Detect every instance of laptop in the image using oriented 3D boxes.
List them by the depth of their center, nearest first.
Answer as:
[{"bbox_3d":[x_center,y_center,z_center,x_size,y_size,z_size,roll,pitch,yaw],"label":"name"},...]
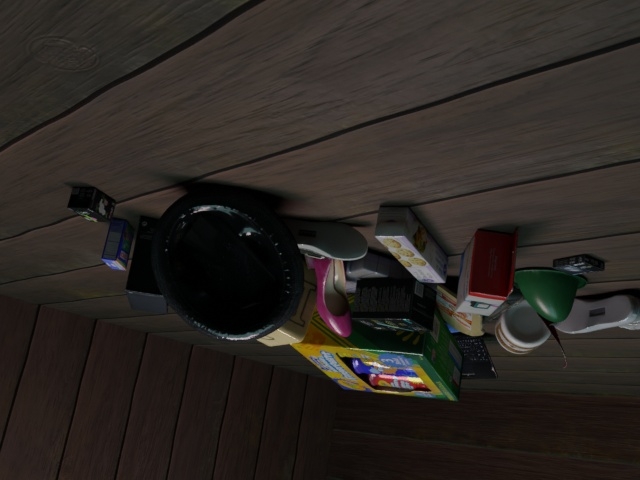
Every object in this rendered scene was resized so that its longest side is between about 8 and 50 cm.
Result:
[{"bbox_3d":[0.434,0.376,2.404,0.136,0.264,0.234,-24,-177,-32],"label":"laptop"}]

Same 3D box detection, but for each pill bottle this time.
[{"bbox_3d":[0.541,0.237,1.909,0.131,0.131,0.229,6,165,9],"label":"pill bottle"}]

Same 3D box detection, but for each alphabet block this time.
[{"bbox_3d":[-0.133,0.133,1.756,0.197,0.193,0.192,30,157,-21],"label":"alphabet block"}]

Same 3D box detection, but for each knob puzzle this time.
[{"bbox_3d":[0.350,0.177,1.829,0.213,0.030,0.213,40,163,15],"label":"knob puzzle"}]

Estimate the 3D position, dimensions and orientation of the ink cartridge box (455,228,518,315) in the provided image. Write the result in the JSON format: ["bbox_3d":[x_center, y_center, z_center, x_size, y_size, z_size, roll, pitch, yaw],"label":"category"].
[{"bbox_3d":[0.339,0.065,1.452,0.078,0.134,0.231,8,162,4],"label":"ink cartridge box"}]

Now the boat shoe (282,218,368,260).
[{"bbox_3d":[0.000,0.000,1.530,0.219,0.078,0.070,13,164,16],"label":"boat shoe"}]

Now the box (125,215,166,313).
[{"bbox_3d":[-0.416,0.070,1.773,0.103,0.184,0.261,12,163,-8],"label":"box"}]

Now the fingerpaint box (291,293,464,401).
[{"bbox_3d":[0.175,0.310,2.004,0.371,0.163,0.445,1,154,24],"label":"fingerpaint box"}]

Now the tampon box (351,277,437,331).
[{"bbox_3d":[0.177,0.155,1.692,0.161,0.101,0.120,-3,159,36],"label":"tampon box"}]

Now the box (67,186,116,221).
[{"bbox_3d":[-0.503,-0.078,1.560,0.062,0.052,0.083,2,161,22],"label":"box"}]

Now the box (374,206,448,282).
[{"bbox_3d":[0.198,0.016,1.486,0.067,0.063,0.324,2,162,24],"label":"box"}]

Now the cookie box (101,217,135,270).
[{"bbox_3d":[-0.499,0.011,1.750,0.040,0.107,0.092,8,163,3],"label":"cookie box"}]

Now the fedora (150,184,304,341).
[{"bbox_3d":[-0.183,0.038,1.481,0.334,0.334,0.152,8,-164,3],"label":"fedora"}]

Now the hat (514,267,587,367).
[{"bbox_3d":[0.529,0.178,1.636,0.208,0.184,0.173,13,162,-13],"label":"hat"}]

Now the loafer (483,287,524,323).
[{"bbox_3d":[0.437,0.175,1.840,0.084,0.096,0.267,5,162,-11],"label":"loafer"}]

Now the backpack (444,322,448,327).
[{"bbox_3d":[0.319,0.301,2.240,0.158,0.117,0.173,19,155,1],"label":"backpack"}]

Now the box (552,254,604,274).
[{"bbox_3d":[0.548,0.053,1.503,0.067,0.018,0.083,18,161,-29],"label":"box"}]

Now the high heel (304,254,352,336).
[{"bbox_3d":[0.043,0.122,1.677,0.082,0.244,0.117,-22,-169,-30],"label":"high heel"}]

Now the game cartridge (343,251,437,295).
[{"bbox_3d":[0.105,0.102,1.828,0.230,0.068,0.355,22,159,-25],"label":"game cartridge"}]

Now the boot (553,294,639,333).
[{"bbox_3d":[0.705,0.192,1.747,0.123,0.095,0.258,17,164,-25],"label":"boot"}]
